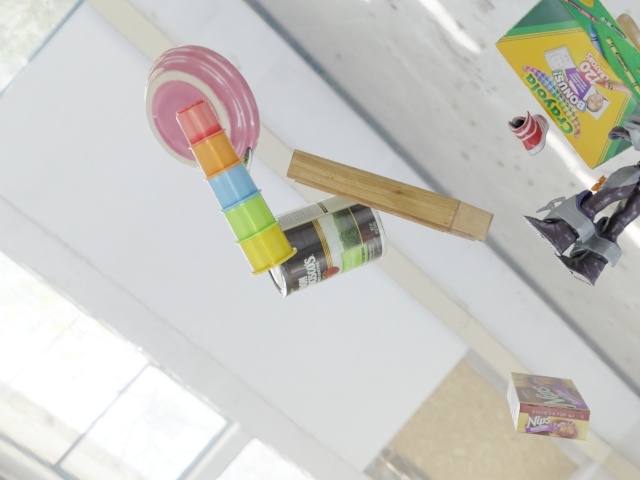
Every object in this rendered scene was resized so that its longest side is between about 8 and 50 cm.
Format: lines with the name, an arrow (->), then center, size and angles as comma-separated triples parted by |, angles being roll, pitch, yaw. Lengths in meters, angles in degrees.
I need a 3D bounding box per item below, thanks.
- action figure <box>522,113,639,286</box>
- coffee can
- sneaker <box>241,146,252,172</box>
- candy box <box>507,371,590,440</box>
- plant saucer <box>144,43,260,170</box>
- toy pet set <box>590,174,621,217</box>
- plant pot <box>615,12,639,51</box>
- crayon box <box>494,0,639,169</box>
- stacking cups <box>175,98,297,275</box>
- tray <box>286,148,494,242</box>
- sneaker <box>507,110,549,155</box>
action figure -> 0.422, -0.077, 1.064 | 0.185, 0.285, 0.099 | 45, -174, -33
coffee can -> 0.000, 0.000, 1.999 | 0.201, 0.275, 0.202 | 159, 90, -76
sneaker -> -0.179, -0.179, 1.858 | 0.035, 0.083, 0.031 | 11, -160, -4
candy box -> 0.368, 0.268, 1.301 | 0.109, 0.053, 0.186 | 6, -175, 9
plant saucer -> -0.306, -0.308, 1.952 | 0.332, 0.332, 0.084 | 41, -138, 2
toy pet set -> 0.503, -0.083, 1.310 | 0.114, 0.065, 0.122 | -21, -135, -39
plant pot -> 0.701, -0.395, 1.808 | 0.032, 0.236, 0.236 | -11, 140, 38
crayon box -> 0.437, -0.274, 1.317 | 0.278, 0.081, 0.165 | 53, 152, 2
stacking cups -> -0.158, -0.093, 1.400 | 0.316, 0.096, 0.096 | 60, 175, -10
tray -> 0.147, -0.096, 1.730 | 0.410, 0.076, 0.202 | 20, -175, 32
sneaker -> 0.354, -0.200, 1.355 | 0.067, 0.042, 0.118 | 47, -146, -18
